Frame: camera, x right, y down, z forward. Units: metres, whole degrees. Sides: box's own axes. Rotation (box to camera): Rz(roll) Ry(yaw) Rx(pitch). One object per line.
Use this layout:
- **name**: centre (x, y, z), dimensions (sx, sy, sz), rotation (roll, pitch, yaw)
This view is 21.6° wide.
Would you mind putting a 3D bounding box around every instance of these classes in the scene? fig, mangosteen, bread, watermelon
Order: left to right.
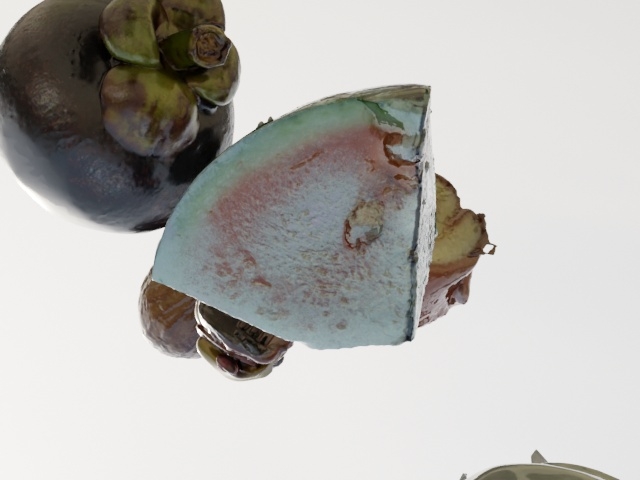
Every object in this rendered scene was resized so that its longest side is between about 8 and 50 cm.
- **mangosteen**: centre (-0.227, -0.168, 1.895), dimensions (0.297, 0.313, 0.297), rotation (24, -167, -6)
- **fig**: centre (-0.135, 0.052, 1.988), dimensions (0.133, 0.201, 0.146), rotation (15, -121, -17)
- **watermelon**: centre (0.000, 0.000, 1.442), dimensions (0.289, 0.320, 0.214), rotation (-18, -107, -14)
- **bread**: centre (0.065, 0.001, 1.861), dimensions (0.244, 0.123, 0.190), rotation (20, -130, -2)

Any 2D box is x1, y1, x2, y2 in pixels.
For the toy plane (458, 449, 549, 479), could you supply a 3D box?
- **toy plane**: centre (0.259, 0.398, 2.171), dimensions (0.251, 0.255, 0.101), rotation (28, 162, 26)

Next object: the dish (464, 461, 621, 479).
- **dish**: centre (0.215, 0.274, 1.438), dimensions (0.256, 0.256, 0.117), rotation (17, -121, 13)

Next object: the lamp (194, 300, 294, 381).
- **lamp**: centre (-0.077, 0.085, 1.729), dimensions (0.118, 0.118, 0.253), rotation (11, 172, -3)
